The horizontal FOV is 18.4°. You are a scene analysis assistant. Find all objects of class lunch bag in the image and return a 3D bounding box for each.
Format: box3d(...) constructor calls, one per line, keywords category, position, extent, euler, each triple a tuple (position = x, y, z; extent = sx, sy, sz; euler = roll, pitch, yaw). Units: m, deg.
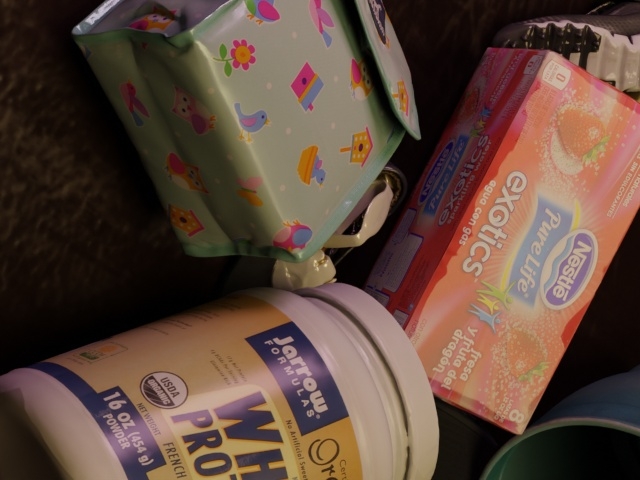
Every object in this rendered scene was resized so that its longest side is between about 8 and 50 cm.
box3d(category="lunch bag", position=(-0.029, -0.143, 1.541), extent=(0.262, 0.160, 0.223), euler=(-47, 126, -35))

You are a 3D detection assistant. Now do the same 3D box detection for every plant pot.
box3d(category="plant pot", position=(0.318, 0.240, 1.886), extent=(0.255, 0.271, 0.272), euler=(-37, 127, -54))

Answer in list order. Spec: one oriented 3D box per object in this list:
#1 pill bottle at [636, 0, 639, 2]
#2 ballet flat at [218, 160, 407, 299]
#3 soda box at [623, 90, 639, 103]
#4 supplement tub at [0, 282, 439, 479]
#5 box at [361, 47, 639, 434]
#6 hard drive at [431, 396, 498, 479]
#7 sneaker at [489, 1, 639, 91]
box3d(category="pill bottle", position=(0.322, -0.252, 1.872), extent=(0.120, 0.067, 0.067), euler=(17, 92, -43))
box3d(category="ballet flat", position=(0.000, 0.000, 1.666), extent=(0.203, 0.074, 0.074), euler=(-43, 127, -23))
box3d(category="soda box", position=(0.330, -0.152, 1.917), extent=(0.181, 0.058, 0.061), euler=(-43, 127, -24))
box3d(category="supplement tub", position=(-0.088, 0.167, 1.527), extent=(0.316, 0.228, 0.228), euler=(-20, 115, -34))
box3d(category="box", position=(0.157, -0.004, 1.708), extent=(0.142, 0.154, 0.300), euler=(28, 88, -18))
box3d(category="hard drive", position=(0.053, 0.203, 1.785), extent=(0.254, 0.054, 0.172), euler=(29, 83, -42))
box3d(category="sneaker", position=(0.260, -0.178, 1.835), extent=(0.234, 0.106, 0.078), euler=(-1, 114, -15))
